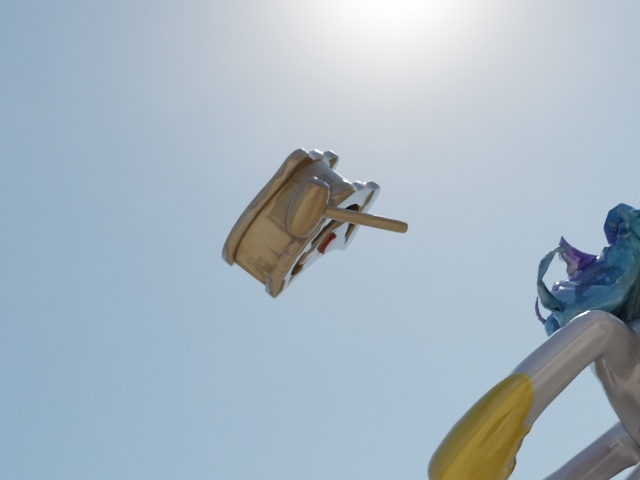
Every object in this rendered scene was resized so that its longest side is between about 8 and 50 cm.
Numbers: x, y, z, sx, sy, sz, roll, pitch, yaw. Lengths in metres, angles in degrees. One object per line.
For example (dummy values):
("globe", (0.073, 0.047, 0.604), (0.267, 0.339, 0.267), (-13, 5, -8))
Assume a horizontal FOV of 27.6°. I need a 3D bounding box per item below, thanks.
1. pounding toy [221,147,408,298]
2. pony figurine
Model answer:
("pounding toy", (0.000, 0.000, 1.460), (0.154, 0.155, 0.269), (-56, -12, 12))
("pony figurine", (0.214, 0.102, 0.721), (0.363, 0.303, 0.351), (-43, -31, -11))
